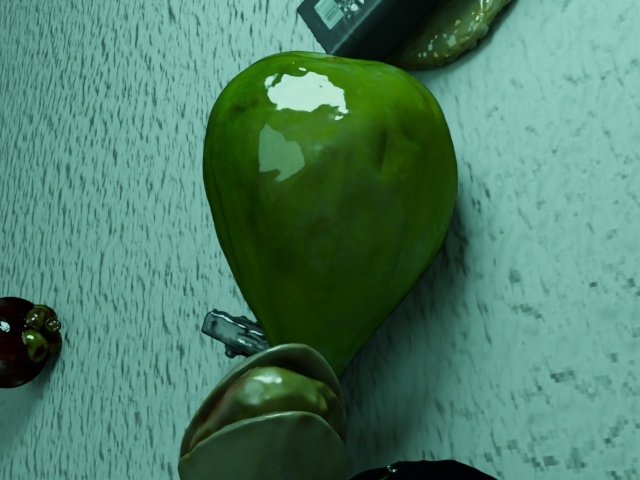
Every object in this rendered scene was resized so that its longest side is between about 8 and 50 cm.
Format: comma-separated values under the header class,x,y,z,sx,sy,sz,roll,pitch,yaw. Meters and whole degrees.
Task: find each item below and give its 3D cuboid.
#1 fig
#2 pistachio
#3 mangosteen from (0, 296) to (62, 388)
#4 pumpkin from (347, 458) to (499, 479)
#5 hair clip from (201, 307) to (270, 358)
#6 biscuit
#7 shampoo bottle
class,x,y,z,sx,sy,sz,roll,pitch,yaw
fig,0.022,-0.021,0.814,0.233,0.233,0.314,-6,111,45
pistachio,-0.046,0.175,0.739,0.215,0.143,0.144,101,153,-44
mangosteen,-0.416,0.136,1.240,0.140,0.140,0.140,-20,60,40
pumpkin,0.075,0.302,0.594,0.295,0.295,0.296,-20,60,40
hair clip,-0.041,0.109,0.912,0.187,0.056,0.146,13,82,39
biscuit,0.114,-0.272,0.911,0.219,0.033,0.220,-16,65,39
shampoo bottle,0.110,-0.298,0.852,0.309,0.071,0.098,-45,51,21
